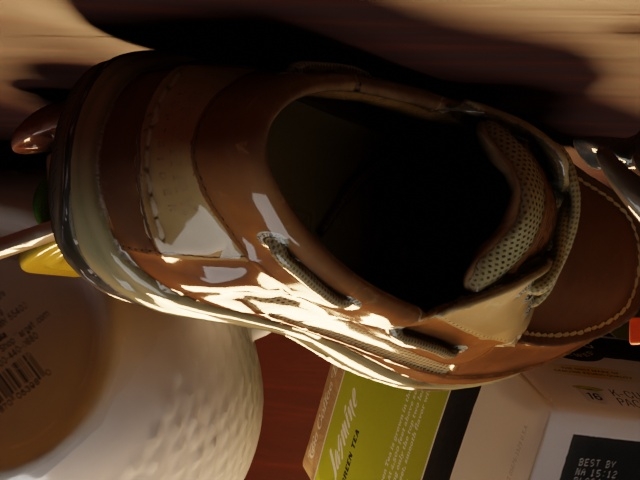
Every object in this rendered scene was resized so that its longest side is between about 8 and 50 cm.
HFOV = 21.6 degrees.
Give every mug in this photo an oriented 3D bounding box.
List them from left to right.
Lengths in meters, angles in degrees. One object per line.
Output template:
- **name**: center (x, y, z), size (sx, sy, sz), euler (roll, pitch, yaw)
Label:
- **mug**: center (-0.143, 0.067, 1.107), size (0.374, 0.276, 0.328), euler (-25, 168, -2)

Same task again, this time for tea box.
- **tea box**: center (0.205, 0.154, 1.171), size (0.329, 0.220, 0.323), euler (9, -161, -20)

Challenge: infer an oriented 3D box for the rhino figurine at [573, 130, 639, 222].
- **rhino figurine**: center (0.173, -0.007, 0.601), size (0.243, 0.106, 0.073), euler (11, 143, -41)

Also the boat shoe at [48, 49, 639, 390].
- **boat shoe**: center (0.045, -0.001, 0.684), size (0.120, 0.123, 0.324), euler (-3, 172, 43)

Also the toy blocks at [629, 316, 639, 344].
- **toy blocks**: center (0.195, 0.017, 0.812), size (0.148, 0.123, 0.054), euler (0, 130, 49)

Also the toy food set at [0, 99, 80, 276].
- **toy food set**: center (-0.089, -0.035, 0.807), size (0.128, 0.071, 0.218), euler (-20, 174, 8)
